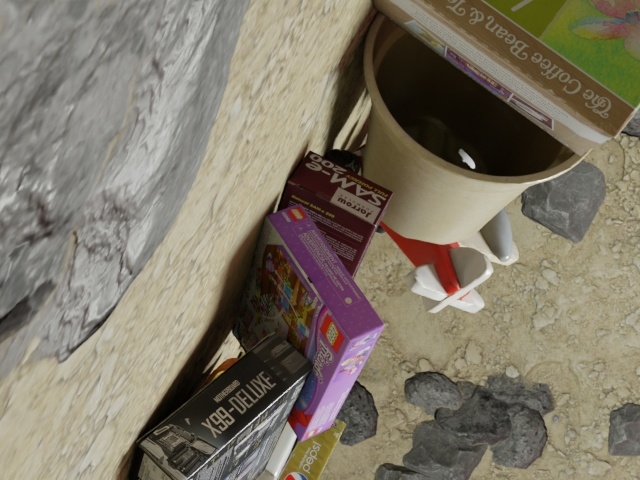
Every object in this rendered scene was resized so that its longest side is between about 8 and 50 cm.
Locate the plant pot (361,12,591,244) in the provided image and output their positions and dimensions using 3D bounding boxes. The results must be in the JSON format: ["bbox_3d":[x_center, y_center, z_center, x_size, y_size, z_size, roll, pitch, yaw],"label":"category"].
[{"bbox_3d":[0.195,-0.156,1.396,0.334,0.333,0.305,-61,176,-27],"label":"plant pot"}]

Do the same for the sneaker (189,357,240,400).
[{"bbox_3d":[-0.144,0.220,1.384,0.067,0.064,0.175,-62,177,34],"label":"sneaker"}]

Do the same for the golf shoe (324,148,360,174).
[{"bbox_3d":[0.009,-0.046,1.521,0.198,0.077,0.094,-62,176,2],"label":"golf shoe"}]

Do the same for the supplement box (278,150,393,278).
[{"bbox_3d":[0.000,0.000,1.340,0.073,0.130,0.239,-60,175,-38],"label":"supplement box"}]

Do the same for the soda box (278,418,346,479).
[{"bbox_3d":[-0.024,0.385,1.667,0.181,0.061,0.058,-64,173,9],"label":"soda box"}]

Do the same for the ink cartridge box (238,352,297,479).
[{"bbox_3d":[-0.090,0.295,1.795,0.385,0.160,0.279,-59,173,-36],"label":"ink cartridge box"}]

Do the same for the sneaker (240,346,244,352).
[{"bbox_3d":[-0.079,0.142,1.640,0.134,0.070,0.051,-65,173,7],"label":"sneaker"}]

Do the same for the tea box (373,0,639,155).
[{"bbox_3d":[0.278,-0.324,1.104,0.324,0.329,0.220,-55,176,3],"label":"tea box"}]

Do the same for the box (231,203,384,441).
[{"bbox_3d":[-0.027,0.118,1.294,0.057,0.201,0.293,-21,153,-28],"label":"box"}]

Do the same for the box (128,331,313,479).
[{"bbox_3d":[-0.145,0.288,1.272,0.242,0.076,0.307,-38,160,-38],"label":"box"}]

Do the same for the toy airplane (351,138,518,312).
[{"bbox_3d":[0.208,-0.056,1.768,0.272,0.384,0.386,-54,177,16],"label":"toy airplane"}]
